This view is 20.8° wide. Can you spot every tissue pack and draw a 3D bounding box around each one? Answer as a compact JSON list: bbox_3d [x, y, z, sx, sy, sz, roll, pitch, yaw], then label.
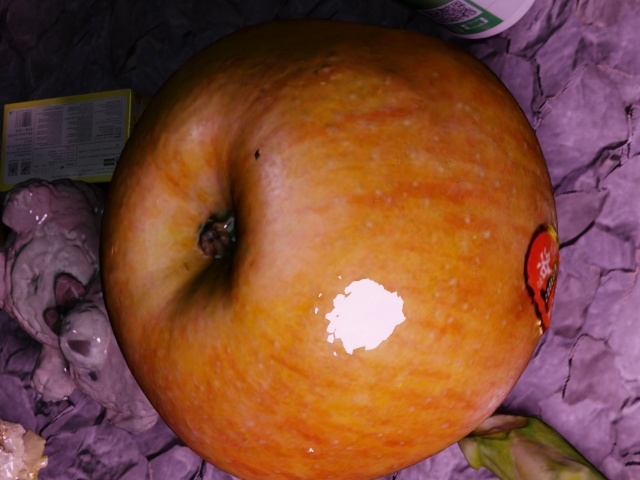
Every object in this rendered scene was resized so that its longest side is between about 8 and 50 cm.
[{"bbox_3d":[-0.246,-0.098,1.804,0.176,0.062,0.095,-4,80,32],"label":"tissue pack"}]

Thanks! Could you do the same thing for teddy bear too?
[{"bbox_3d":[-0.219,0.060,1.700,0.267,0.151,0.236,51,123,33],"label":"teddy bear"}]

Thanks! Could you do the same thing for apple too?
[{"bbox_3d":[0.000,0.000,1.445,0.400,0.333,0.400,-11,66,25],"label":"apple"}]

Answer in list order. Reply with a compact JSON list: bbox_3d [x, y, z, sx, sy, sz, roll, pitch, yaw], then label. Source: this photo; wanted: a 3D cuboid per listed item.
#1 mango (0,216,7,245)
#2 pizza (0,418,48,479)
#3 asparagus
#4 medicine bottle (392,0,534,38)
[{"bbox_3d":[-0.393,0.000,1.869,0.115,0.089,0.165,-36,65,12],"label":"mango"},{"bbox_3d":[-0.341,0.285,1.770,0.223,0.089,0.324,-30,67,34],"label":"pizza"},{"bbox_3d":[0.226,0.233,1.410,0.343,0.082,0.085,47,143,32],"label":"asparagus"},{"bbox_3d":[0.078,-0.270,1.494,0.133,0.274,0.133,-8,76,33],"label":"medicine bottle"}]
